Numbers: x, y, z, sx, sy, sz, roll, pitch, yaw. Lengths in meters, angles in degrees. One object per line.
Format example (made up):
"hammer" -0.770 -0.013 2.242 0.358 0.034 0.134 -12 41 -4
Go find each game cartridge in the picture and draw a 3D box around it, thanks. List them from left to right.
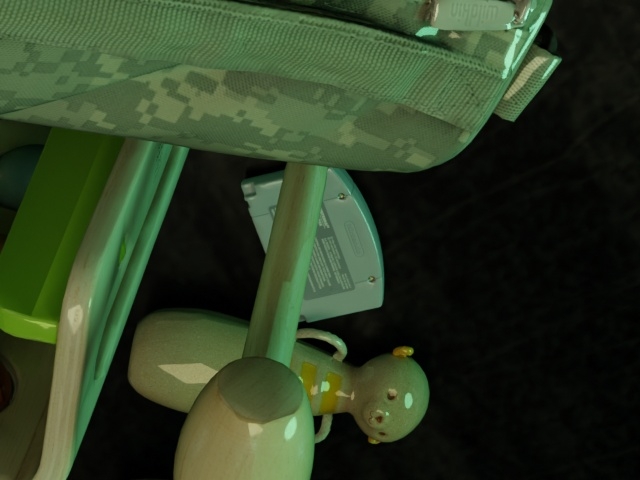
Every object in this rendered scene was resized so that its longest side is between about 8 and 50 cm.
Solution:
"game cartridge" 0.000 0.000 0.917 0.056 0.017 0.083 -10 119 17

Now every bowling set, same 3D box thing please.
"bowling set" -0.047 0.197 0.943 0.154 0.200 0.287 11 126 -1

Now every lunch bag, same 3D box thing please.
"lunch bag" -0.088 -0.140 0.652 0.305 0.256 0.212 6 127 -29

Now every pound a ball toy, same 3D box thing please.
"pound a ball toy" -0.097 0.010 0.756 0.208 0.319 0.136 13 122 -1
